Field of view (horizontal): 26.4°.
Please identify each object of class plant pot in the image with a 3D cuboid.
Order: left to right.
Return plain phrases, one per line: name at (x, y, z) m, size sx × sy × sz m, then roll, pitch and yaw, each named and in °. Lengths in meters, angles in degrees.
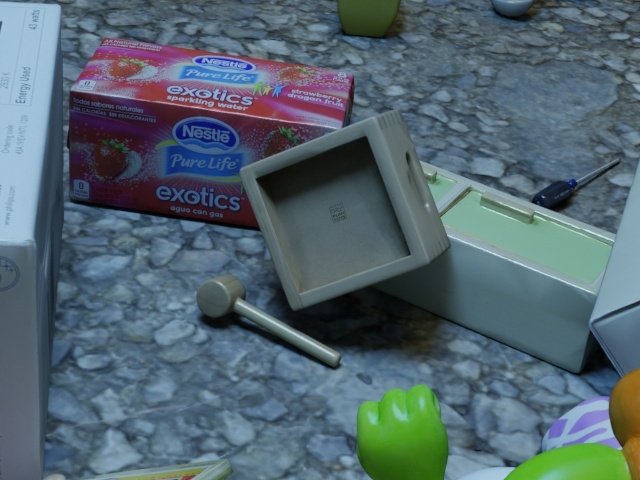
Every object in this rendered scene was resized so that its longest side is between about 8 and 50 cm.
plant pot at (0.057, -0.297, 1.673) m, size 0.081 × 0.083 × 0.081 m, roll 6°, pitch 33°, yaw -3°

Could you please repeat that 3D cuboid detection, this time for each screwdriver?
screwdriver at (0.268, -0.065, 1.415) m, size 0.025 × 0.024 × 0.170 m, roll 49°, pitch 43°, yaw 8°

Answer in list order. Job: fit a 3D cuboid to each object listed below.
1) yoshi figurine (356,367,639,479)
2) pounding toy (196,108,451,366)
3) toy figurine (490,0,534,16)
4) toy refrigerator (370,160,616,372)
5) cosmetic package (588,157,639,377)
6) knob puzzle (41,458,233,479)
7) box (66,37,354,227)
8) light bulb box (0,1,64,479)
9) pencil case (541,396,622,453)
yoshi figurine at (0.050, 0.184, 0.825) m, size 0.362 × 0.204 × 0.203 m, roll -21°, pitch 4°, yaw -6°
pounding toy at (-0.002, 0.011, 1.156) m, size 0.206 × 0.181 × 0.094 m, roll -20°, pitch 4°, yaw 21°
toy figurine at (0.253, -0.401, 1.825) m, size 0.209 × 0.148 × 0.213 m, roll 27°, pitch 40°, yaw 37°
toy refrigerator at (0.133, 0.007, 1.213) m, size 0.269 × 0.094 × 0.102 m, roll 23°, pitch 36°, yaw 23°
cosmetic package at (0.331, 0.027, 1.137) m, size 0.113 × 0.160 × 0.309 m, roll -27°, pitch 18°, yaw 31°
knob puzzle at (-0.178, 0.181, 0.850) m, size 0.213 × 0.030 × 0.213 m, roll -20°, pitch 7°, yaw 3°
box at (-0.103, -0.101, 1.308) m, size 0.256 × 0.123 × 0.128 m, roll 9°, pitch 32°, yaw 3°
light bulb box at (-0.378, -0.014, 1.002) m, size 0.361 × 0.225 × 0.358 m, roll 1°, pitch 34°, yaw -8°
pencil case at (0.221, 0.200, 0.951) m, size 0.088 × 0.086 × 0.206 m, roll 40°, pitch 20°, yaw -30°
